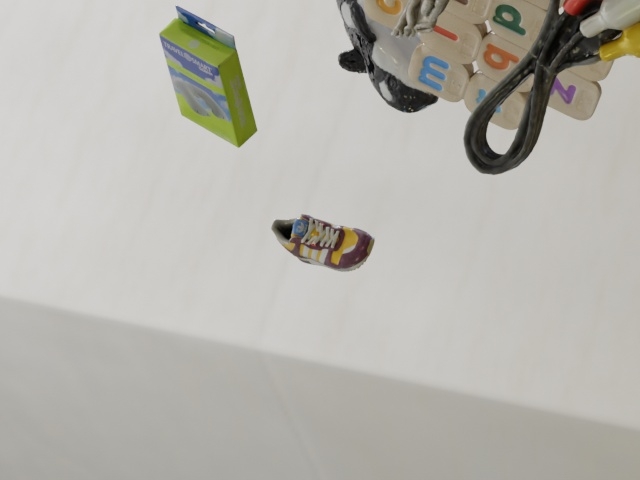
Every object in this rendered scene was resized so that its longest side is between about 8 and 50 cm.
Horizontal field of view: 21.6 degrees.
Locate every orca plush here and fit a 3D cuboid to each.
[{"bbox_3d":[0.042,-0.257,2.055,0.102,0.287,0.151,-41,-14,26],"label":"orca plush"}]

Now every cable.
[{"bbox_3d":[0.209,-0.173,1.482,0.287,0.139,0.072,-40,-2,31],"label":"cable"}]

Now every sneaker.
[{"bbox_3d":[0.000,0.000,2.572,0.084,0.185,0.070,36,-113,-36],"label":"sneaker"}]

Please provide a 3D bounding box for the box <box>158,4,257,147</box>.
[{"bbox_3d":[-0.145,-0.209,2.152,0.042,0.109,0.178,-46,-31,-24],"label":"box"}]

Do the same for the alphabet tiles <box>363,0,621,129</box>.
[{"bbox_3d":[0.182,-0.245,1.743,0.021,0.278,0.284,-52,-16,-41],"label":"alphabet tiles"}]

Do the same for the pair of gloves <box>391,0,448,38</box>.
[{"bbox_3d":[0.127,-0.281,1.493,0.204,0.042,0.240,-62,0,-5],"label":"pair of gloves"}]
